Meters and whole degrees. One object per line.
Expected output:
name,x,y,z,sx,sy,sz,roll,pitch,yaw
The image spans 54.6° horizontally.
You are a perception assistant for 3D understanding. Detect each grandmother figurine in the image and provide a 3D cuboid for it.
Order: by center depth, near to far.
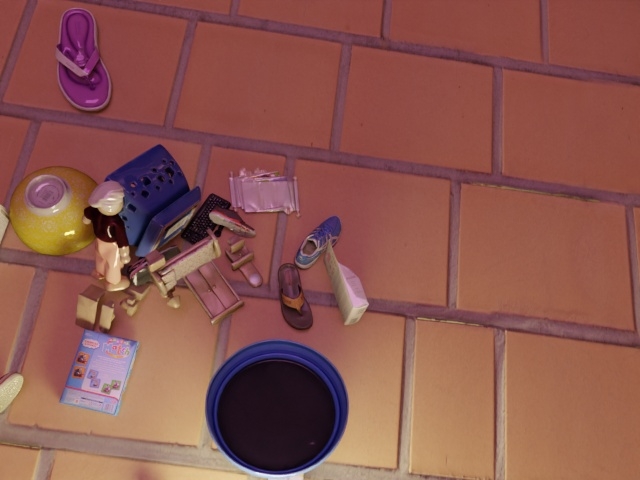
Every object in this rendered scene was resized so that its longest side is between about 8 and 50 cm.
grandmother figurine,-0.589,-0.023,1.722,0.208,0.342,0.104,30,42,15

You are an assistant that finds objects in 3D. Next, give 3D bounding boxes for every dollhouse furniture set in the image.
dollhouse furniture set,-0.295,0.090,1.734,0.303,0.355,0.174,-34,77,-17
dollhouse furniture set,-0.614,0.190,1.838,0.144,0.123,0.151,24,34,3

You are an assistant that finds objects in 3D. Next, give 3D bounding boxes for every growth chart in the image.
growth chart,-0.181,-0.159,2.020,0.237,0.021,0.172,2,68,-5

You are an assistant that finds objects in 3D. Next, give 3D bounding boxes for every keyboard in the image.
keyboard,-0.351,-0.059,1.964,0.108,0.023,0.180,29,70,5

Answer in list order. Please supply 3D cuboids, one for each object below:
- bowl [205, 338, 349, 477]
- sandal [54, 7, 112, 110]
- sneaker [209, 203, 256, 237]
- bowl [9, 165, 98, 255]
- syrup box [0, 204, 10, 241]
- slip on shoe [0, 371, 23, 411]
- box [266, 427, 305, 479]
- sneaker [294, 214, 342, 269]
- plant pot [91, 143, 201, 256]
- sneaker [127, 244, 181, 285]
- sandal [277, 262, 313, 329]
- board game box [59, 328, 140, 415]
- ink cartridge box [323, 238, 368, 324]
bowl,-0.119,0.462,1.710,0.391,0.077,0.391,4,52,-5
sandal,-0.817,-0.623,2.087,0.169,0.102,0.416,-14,72,-11
sneaker,-0.268,-0.067,1.948,0.158,0.061,0.065,29,54,-13
bowl,-0.805,-0.114,1.866,0.289,0.156,0.289,2,69,-5
syrup box,-1.014,0.004,1.831,0.093,0.096,0.236,11,69,-1
slip on shoe,-0.954,0.459,1.656,0.331,0.123,0.101,-39,74,-13
box,-0.097,0.644,1.700,0.101,0.060,0.244,4,68,-4
sneaker,0.000,0.000,1.946,0.080,0.081,0.211,34,68,9
plant pot,-0.503,-0.105,1.829,0.212,0.236,0.236,42,45,1
sneaker,-0.508,0.061,1.878,0.178,0.072,0.077,-29,41,-30
sandal,-0.079,0.166,1.885,0.090,0.060,0.219,-8,70,-9
board game box,-0.623,0.373,1.758,0.160,0.039,0.211,13,72,-1
ink cartridge box,0.072,0.122,1.853,0.056,0.181,0.224,-13,69,-11
